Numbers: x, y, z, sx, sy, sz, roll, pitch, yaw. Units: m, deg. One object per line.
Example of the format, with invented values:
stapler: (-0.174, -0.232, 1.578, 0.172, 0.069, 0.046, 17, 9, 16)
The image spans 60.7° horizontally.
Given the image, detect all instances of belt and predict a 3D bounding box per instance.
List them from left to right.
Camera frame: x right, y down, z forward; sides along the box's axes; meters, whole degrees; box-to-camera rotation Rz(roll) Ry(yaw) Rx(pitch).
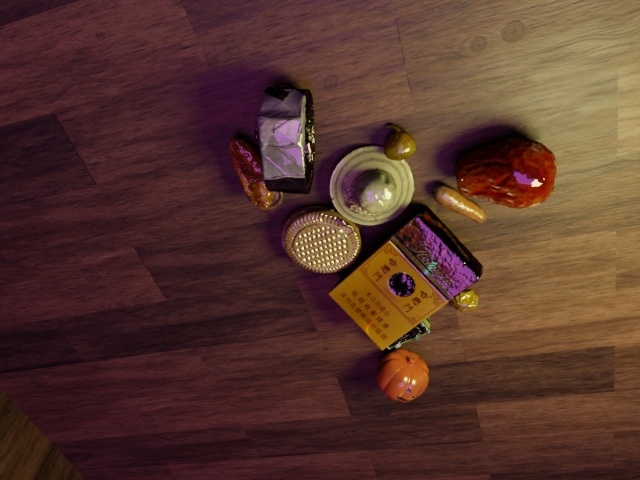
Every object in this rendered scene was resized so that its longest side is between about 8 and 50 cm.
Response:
belt: (-0.099, -0.264, 1.459, 0.164, 0.184, 0.288, 5, 121, 10)

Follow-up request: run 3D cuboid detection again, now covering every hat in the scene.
hat: (0.154, -0.133, 1.535, 0.252, 0.110, 0.251, -1, 117, -3)

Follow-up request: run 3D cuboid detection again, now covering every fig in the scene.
fig: (0.216, -0.267, 1.484, 0.084, 0.082, 0.098, 11, 117, 44)

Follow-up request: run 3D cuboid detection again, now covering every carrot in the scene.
carrot: (0.406, -0.104, 1.584, 0.186, 0.060, 0.060, 28, 125, -13)

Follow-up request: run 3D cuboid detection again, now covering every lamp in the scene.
lamp: (0.296, 0.474, 1.948, 0.188, 0.187, 0.163, 17, 126, -5)

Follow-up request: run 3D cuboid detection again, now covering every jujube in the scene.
jujube: (0.490, -0.176, 1.453, 0.256, 0.190, 0.189, -4, 126, 19)

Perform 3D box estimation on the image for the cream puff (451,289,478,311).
cream puff: (0.477, 0.203, 1.800, 0.084, 0.058, 0.083, 20, 124, -5)

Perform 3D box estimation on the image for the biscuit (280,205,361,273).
biscuit: (0.000, 0.000, 1.700, 0.260, 0.079, 0.259, 4, 126, 5)

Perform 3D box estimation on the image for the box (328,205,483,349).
box: (0.256, 0.119, 1.681, 0.264, 0.116, 0.415, 48, 120, 0)

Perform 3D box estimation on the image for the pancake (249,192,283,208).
pancake: (-0.168, -0.142, 1.661, 0.115, 0.011, 0.114, 5, 126, 7)

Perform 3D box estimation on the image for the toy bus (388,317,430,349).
toy bus: (0.285, 0.292, 1.865, 0.175, 0.101, 0.088, -31, 111, 31)

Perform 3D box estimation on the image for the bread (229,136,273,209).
bread: (-0.190, -0.201, 1.577, 0.105, 0.076, 0.232, -11, 120, 25)
